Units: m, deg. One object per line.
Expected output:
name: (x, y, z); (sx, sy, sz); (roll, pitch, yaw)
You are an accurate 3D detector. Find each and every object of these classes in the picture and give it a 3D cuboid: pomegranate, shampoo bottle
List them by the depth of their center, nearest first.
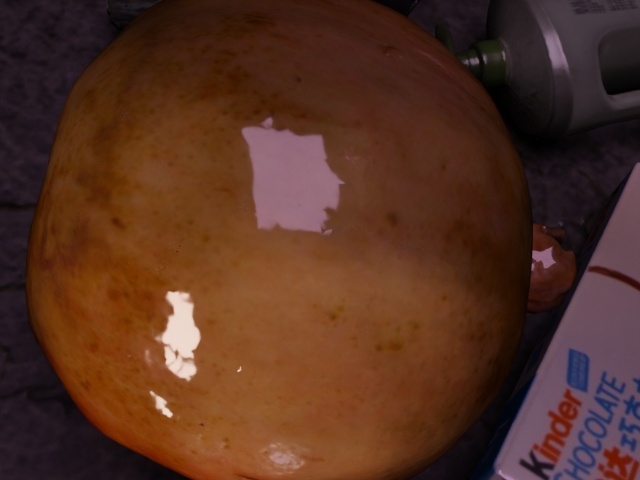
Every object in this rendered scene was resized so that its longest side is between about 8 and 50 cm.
pomegranate: (0.000, 0.000, 0.495); (0.270, 0.229, 0.252); (14, 23, -8)
shampoo bottle: (0.190, -0.128, 0.676); (0.234, 0.087, 0.118); (-9, 67, -13)

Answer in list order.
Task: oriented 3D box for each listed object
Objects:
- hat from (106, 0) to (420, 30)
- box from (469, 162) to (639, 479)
hat: (0.003, -0.191, 0.644); (0.128, 0.265, 0.265); (42, 59, -31)
box: (0.242, 0.110, 0.555); (0.265, 0.048, 0.273); (35, 49, 5)
